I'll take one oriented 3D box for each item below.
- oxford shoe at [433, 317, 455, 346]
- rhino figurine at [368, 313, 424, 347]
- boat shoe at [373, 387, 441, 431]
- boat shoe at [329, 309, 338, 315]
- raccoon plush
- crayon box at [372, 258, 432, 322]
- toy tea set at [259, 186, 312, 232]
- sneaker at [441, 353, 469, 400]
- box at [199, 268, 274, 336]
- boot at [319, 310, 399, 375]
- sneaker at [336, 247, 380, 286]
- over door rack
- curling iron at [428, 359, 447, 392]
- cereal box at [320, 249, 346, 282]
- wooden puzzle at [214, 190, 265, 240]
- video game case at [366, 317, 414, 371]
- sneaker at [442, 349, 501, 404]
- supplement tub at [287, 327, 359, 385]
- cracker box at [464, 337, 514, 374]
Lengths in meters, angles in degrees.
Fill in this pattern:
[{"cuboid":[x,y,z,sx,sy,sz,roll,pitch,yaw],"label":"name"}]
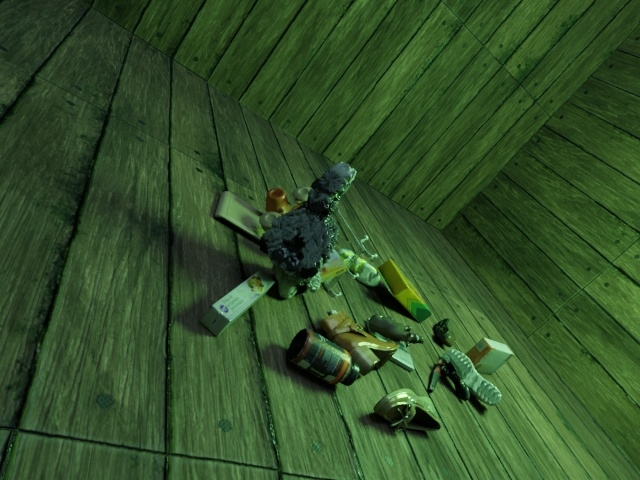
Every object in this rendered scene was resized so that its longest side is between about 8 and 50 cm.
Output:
[{"cuboid":[0.588,0.437,2.178,0.096,0.083,0.227,58,20,-5],"label":"oxford shoe"},{"cuboid":[0.272,0.326,1.654,0.106,0.073,0.243,15,3,-42],"label":"rhino figurine"},{"cuboid":[0.269,0.512,1.378,0.285,0.104,0.089,22,23,-42],"label":"boat shoe"},{"cuboid":[0.079,0.275,1.645,0.100,0.035,0.035,40,20,-1],"label":"boat shoe"},{"cuboid":[0.000,0.000,1.513,0.216,0.446,0.299,44,-7,18],"label":"raccoon plush"},{"cuboid":[0.375,0.220,2.112,0.318,0.081,0.202,43,14,-39],"label":"crayon box"},{"cuboid":[-0.129,-0.072,1.769,0.200,0.124,0.336,4,44,4],"label":"toy tea set"},{"cuboid":[0.526,0.536,1.812,0.089,0.051,0.170,35,35,-40],"label":"sneaker"},{"cuboid":[-0.222,0.165,1.299,0.063,0.067,0.324,41,21,3],"label":"box"},{"cuboid":[0.132,0.330,1.556,0.220,0.109,0.283,45,27,24],"label":"boot"},{"cuboid":[0.170,0.107,2.089,0.240,0.091,0.126,39,15,-10],"label":"sneaker"},{"cuboid":[0.062,0.031,1.836,0.108,0.239,0.324,14,33,-49],"label":"over door rack"},{"cuboid":[0.459,0.525,1.791,0.068,0.035,0.274,46,20,15],"label":"curling iron"},{"cuboid":[-0.037,0.055,1.743,0.173,0.047,0.240,-24,55,-18],"label":"cereal box"},{"cuboid":[-0.283,-0.082,1.762,0.239,0.044,0.221,28,23,-18],"label":"wooden puzzle"},{"cuboid":[0.260,0.391,1.744,0.190,0.022,0.173,32,21,-18],"label":"video game case"},{"cuboid":[0.610,0.577,1.913,0.281,0.105,0.115,49,-13,34],"label":"sneaker"},{"cuboid":[0.013,0.334,1.296,0.198,0.106,0.106,33,21,-17],"label":"supplement tub"},{"cuboid":[0.774,0.540,2.149,0.232,0.155,0.067,24,25,-40],"label":"cracker box"}]
